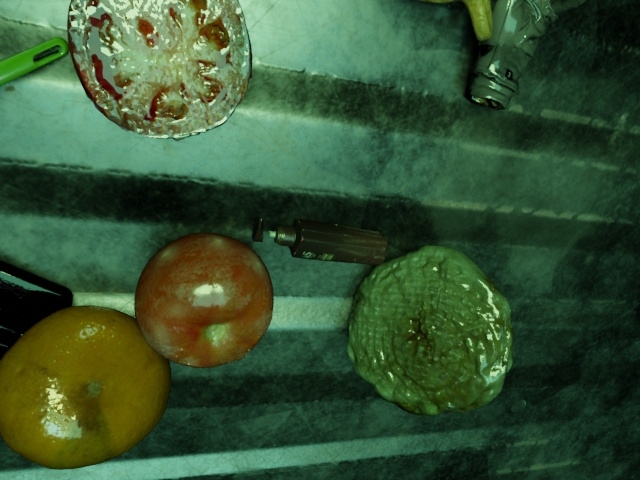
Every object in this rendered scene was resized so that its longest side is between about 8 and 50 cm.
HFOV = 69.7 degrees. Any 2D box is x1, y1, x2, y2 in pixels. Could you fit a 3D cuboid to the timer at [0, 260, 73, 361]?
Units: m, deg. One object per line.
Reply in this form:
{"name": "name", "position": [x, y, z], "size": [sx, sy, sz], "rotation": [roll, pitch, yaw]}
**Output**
{"name": "timer", "position": [-0.496, 0.128, 0.714], "size": [0.144, 0.055, 0.187], "rotation": [32, 99, -31]}

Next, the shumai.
{"name": "shumai", "position": [0.238, 0.160, 0.860], "size": [0.263, 0.309, 0.304], "rotation": [8, 107, -47]}

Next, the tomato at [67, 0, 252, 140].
{"name": "tomato", "position": [-0.199, -0.245, 0.593], "size": [0.225, 0.085, 0.225], "rotation": [-8, 117, -17]}

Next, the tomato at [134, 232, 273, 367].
{"name": "tomato", "position": [-0.177, 0.087, 0.712], "size": [0.208, 0.184, 0.208], "rotation": [-11, 124, -17]}

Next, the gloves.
{"name": "gloves", "position": [0.300, -0.336, 0.685], "size": [0.142, 0.119, 0.285], "rotation": [7, 129, -32]}

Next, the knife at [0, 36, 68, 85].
{"name": "knife", "position": [-0.393, -0.184, 0.549], "size": [0.212, 0.015, 0.054], "rotation": [-45, 153, -28]}

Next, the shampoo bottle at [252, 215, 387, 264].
{"name": "shampoo bottle", "position": [0.001, 0.000, 0.790], "size": [0.236, 0.067, 0.068], "rotation": [7, 123, -20]}

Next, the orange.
{"name": "orange", "position": [-0.349, 0.216, 0.688], "size": [0.240, 0.240, 0.171], "rotation": [34, 141, -29]}

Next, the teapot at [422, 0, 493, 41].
{"name": "teapot", "position": [0.172, -0.413, 0.585], "size": [0.203, 0.167, 0.311], "rotation": [-14, 126, 30]}
